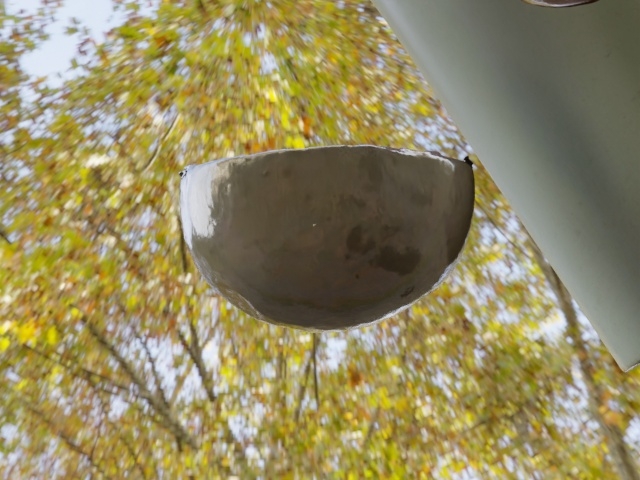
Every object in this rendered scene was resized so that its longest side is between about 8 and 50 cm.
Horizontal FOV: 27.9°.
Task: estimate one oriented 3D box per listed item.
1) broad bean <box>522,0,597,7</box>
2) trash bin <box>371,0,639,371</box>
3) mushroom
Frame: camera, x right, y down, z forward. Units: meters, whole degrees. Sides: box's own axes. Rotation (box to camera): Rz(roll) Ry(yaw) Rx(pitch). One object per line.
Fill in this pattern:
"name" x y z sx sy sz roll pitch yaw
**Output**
"broad bean" 0.123 -0.201 0.502 0.156 0.122 0.228 22 -61 -21
"trash bin" 0.211 -0.150 0.933 0.280 0.280 0.432 -31 -101 3
"mushroom" 0.000 0.000 0.808 0.188 0.141 0.117 0 -113 18
